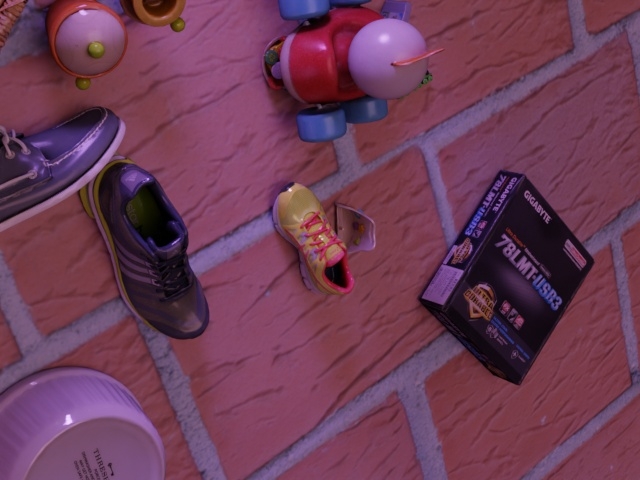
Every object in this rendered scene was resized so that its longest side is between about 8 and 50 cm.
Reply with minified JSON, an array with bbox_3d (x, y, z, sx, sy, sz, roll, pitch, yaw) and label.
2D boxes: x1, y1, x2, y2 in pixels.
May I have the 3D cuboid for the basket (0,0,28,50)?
[{"bbox_3d":[-0.389,-0.221,1.113,0.299,0.223,0.213,-61,170,8],"label":"basket"}]

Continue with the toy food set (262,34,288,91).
[{"bbox_3d":[-0.051,-0.261,1.541,0.082,0.020,0.083,-41,124,-22],"label":"toy food set"}]

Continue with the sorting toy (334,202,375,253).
[{"bbox_3d":[0.061,-0.016,1.661,0.045,0.075,0.083,-14,111,-34],"label":"sorting toy"}]

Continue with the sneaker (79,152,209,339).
[{"bbox_3d":[-0.226,0.022,1.420,0.111,0.121,0.300,-39,123,-23],"label":"sneaker"}]

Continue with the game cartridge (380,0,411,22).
[{"bbox_3d":[0.110,-0.335,1.623,0.017,0.056,0.083,23,87,-47],"label":"game cartridge"}]

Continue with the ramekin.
[{"bbox_3d":[-0.335,0.316,1.414,0.273,0.127,0.272,-11,109,-35],"label":"ramekin"}]

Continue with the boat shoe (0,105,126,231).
[{"bbox_3d":[-0.384,-0.085,1.275,0.319,0.116,0.099,-37,126,-18],"label":"boat shoe"}]

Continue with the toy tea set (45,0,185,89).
[{"bbox_3d":[-0.283,-0.344,1.231,0.200,0.124,0.336,-34,129,-5],"label":"toy tea set"}]

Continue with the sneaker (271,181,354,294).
[{"bbox_3d":[0.000,0.000,1.607,0.081,0.094,0.208,-39,122,-21],"label":"sneaker"}]

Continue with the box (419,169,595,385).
[{"bbox_3d":[0.350,0.072,1.914,0.295,0.073,0.293,44,76,-37],"label":"box"}]

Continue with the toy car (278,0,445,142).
[{"bbox_3d":[0.086,-0.263,1.488,0.210,0.238,0.219,-28,117,-46],"label":"toy car"}]

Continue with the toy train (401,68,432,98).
[{"bbox_3d":[0.150,-0.256,1.702,0.083,0.017,0.023,-34,110,-26],"label":"toy train"}]
